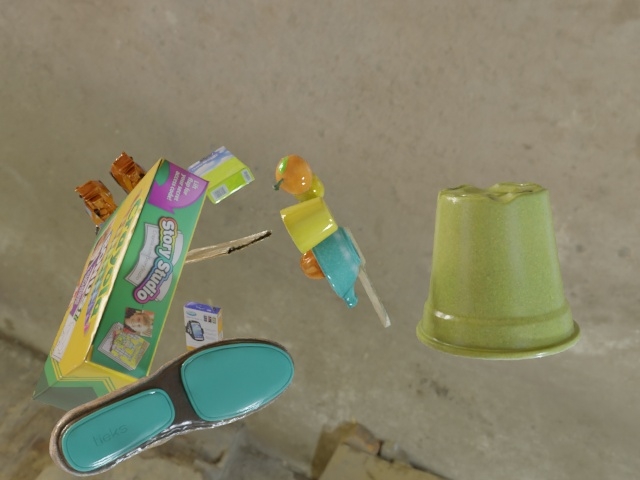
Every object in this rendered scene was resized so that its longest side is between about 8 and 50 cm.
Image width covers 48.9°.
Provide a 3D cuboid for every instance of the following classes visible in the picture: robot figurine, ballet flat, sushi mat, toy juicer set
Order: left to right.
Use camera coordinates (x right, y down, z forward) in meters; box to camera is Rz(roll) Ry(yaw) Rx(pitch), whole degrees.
[{"bbox_3d":[-0.474,-0.085,1.719,0.085,0.211,0.291,45,167,22],"label":"robot figurine"},{"bbox_3d":[-0.187,0.199,0.896,0.106,0.316,0.107,-21,84,61],"label":"ballet flat"},{"bbox_3d":[-0.270,0.027,1.729,0.317,0.151,0.019,-13,98,42],"label":"sushi mat"},{"bbox_3d":[0.000,0.000,1.115,0.090,0.209,0.329,-28,140,6],"label":"toy juicer set"}]

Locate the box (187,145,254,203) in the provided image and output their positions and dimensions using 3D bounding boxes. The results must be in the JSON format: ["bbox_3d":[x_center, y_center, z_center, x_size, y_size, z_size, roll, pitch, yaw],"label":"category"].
[{"bbox_3d":[-0.230,-0.151,1.599,0.109,0.178,0.042,-33,121,-9],"label":"box"}]

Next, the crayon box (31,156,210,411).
[{"bbox_3d":[-0.338,0.085,1.186,0.106,0.362,0.313,26,147,-23],"label":"crayon box"}]

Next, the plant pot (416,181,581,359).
[{"bbox_3d":[0.296,0.035,1.196,0.276,0.276,0.253,1,101,23],"label":"plant pot"}]

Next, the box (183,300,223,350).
[{"bbox_3d":[-0.257,0.189,1.551,0.081,0.028,0.136,11,121,13],"label":"box"}]
